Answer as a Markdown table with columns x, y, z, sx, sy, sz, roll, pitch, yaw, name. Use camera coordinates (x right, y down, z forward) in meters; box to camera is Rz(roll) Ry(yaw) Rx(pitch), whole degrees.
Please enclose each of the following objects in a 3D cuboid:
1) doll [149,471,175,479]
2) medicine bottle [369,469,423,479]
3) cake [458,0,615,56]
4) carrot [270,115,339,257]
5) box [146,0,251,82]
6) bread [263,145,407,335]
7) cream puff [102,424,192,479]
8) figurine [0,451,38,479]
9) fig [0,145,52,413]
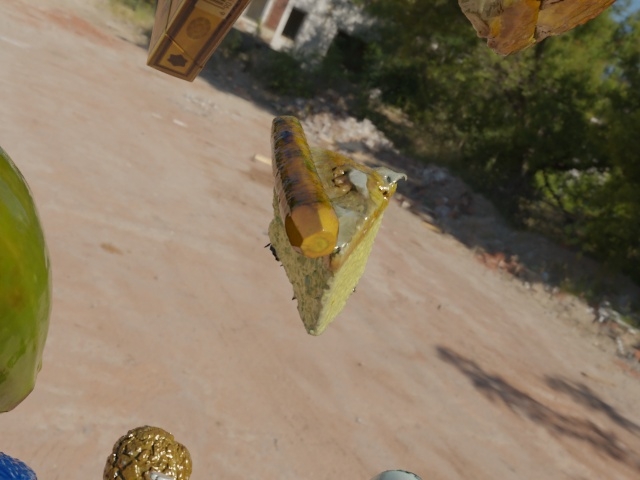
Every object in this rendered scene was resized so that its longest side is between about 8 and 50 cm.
| x | y | z | sx | sy | sz | roll | pitch | yaw | name |
| --- | --- | --- | --- | --- | --- | --- | --- | --- | --- |
| -0.191 | 0.293 | 0.828 | 0.058 | 0.085 | 0.040 | -4 | -20 | 18 | doll |
| 0.116 | 0.466 | 1.270 | 0.135 | 0.135 | 0.168 | 28 | 6 | 10 | medicine bottle |
| 0.270 | -0.423 | 0.904 | 0.293 | 0.314 | 0.306 | -1 | 62 | -60 | cake |
| -0.017 | -0.050 | 0.621 | 0.042 | 0.042 | 0.170 | 20 | 33 | -25 | carrot |
| -0.154 | -0.395 | 1.124 | 0.084 | 0.192 | 0.301 | 19 | -30 | -26 | box |
| 0.000 | 0.000 | 0.755 | 0.127 | 0.147 | 0.152 | 17 | 40 | 1 | bread |
| -0.283 | 0.390 | 1.268 | 0.150 | 0.165 | 0.115 | -22 | 3 | -14 | cream puff |
| -0.393 | 0.269 | 0.855 | 0.164 | 0.121 | 0.262 | 27 | -30 | 54 | figurine |
| -0.389 | 0.038 | 0.726 | 0.316 | 0.316 | 0.316 | 24 | 12 | -6 | fig |
